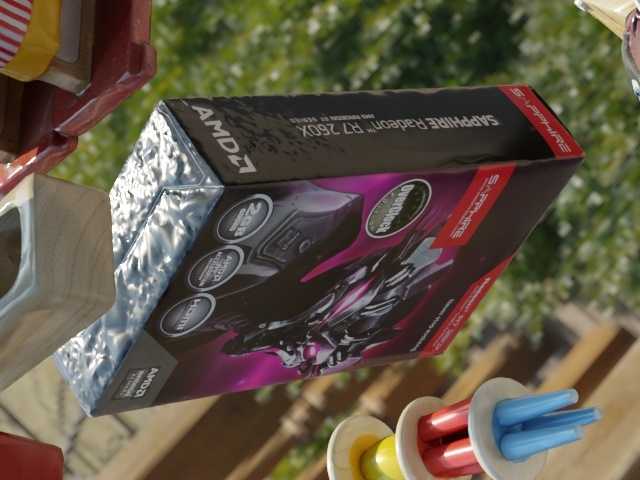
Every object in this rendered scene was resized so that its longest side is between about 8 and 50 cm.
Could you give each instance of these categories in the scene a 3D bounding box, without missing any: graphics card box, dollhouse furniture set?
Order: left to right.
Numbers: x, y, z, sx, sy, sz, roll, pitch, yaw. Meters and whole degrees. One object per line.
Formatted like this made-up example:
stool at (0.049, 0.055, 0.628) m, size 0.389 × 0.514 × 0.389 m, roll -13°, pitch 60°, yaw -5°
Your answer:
dollhouse furniture set at (-0.189, -0.011, 0.822) m, size 0.201 × 0.374 × 0.152 m, roll 18°, pitch 144°, yaw -32°
graphics card box at (0.000, 0.000, 1.377) m, size 0.094 × 0.371 × 0.233 m, roll 55°, pitch 129°, yaw 29°

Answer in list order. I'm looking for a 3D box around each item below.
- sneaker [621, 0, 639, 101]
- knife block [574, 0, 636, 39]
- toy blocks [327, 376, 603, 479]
sneaker at (0.209, -0.165, 1.138) m, size 0.162 × 0.106 × 0.281 m, roll -132°, pitch 28°, yaw -76°
knife block at (0.345, -0.246, 1.496) m, size 0.088 × 0.242 × 0.275 m, roll 36°, pitch -178°, yaw -24°
toy blocks at (0.093, 0.119, 0.919) m, size 0.148 × 0.054 × 0.123 m, roll -20°, pitch 124°, yaw 45°
